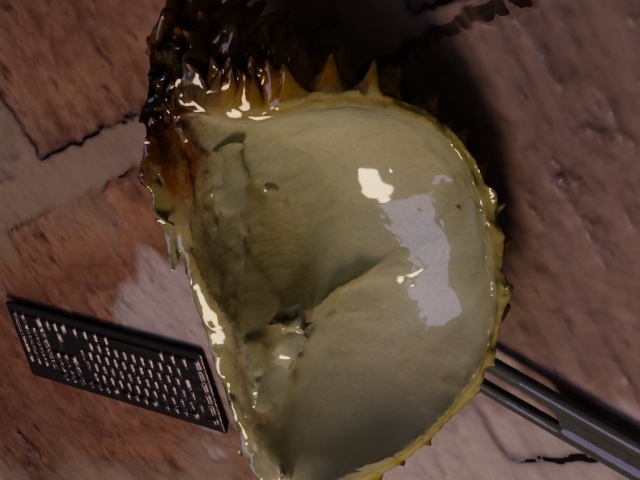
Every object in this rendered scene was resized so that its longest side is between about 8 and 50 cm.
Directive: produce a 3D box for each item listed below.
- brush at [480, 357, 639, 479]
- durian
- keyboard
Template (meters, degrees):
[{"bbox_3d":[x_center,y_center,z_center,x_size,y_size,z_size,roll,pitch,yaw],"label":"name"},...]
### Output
[{"bbox_3d":[0.145,0.106,0.602,0.266,0.027,0.062,30,138,25],"label":"brush"},{"bbox_3d":[0.000,0.000,0.570,0.144,0.139,0.252,10,127,35],"label":"durian"},{"bbox_3d":[-0.143,0.085,0.889,0.202,0.011,0.067,10,126,40],"label":"keyboard"}]
